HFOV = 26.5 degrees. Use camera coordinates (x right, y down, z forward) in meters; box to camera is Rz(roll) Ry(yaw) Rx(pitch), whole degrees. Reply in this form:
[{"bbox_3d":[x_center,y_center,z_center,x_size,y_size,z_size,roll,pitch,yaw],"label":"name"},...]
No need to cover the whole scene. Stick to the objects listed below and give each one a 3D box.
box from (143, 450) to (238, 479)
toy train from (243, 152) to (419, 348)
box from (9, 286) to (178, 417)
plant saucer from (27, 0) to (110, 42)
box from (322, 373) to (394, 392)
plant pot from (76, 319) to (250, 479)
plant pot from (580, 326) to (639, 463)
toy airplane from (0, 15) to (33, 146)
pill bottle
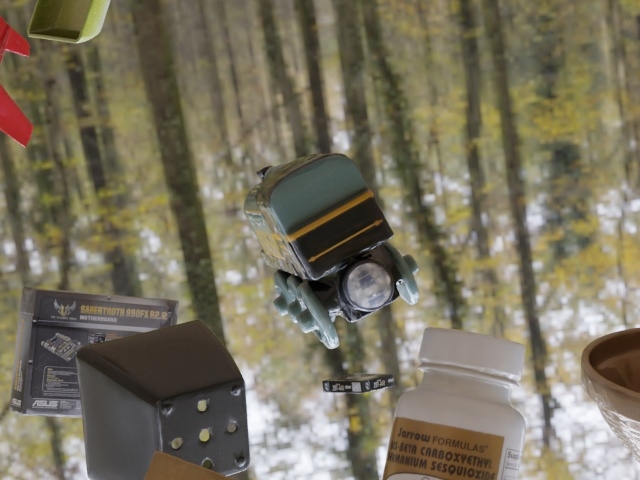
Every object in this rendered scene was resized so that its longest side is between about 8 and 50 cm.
[{"bbox_3d":[-0.138,0.344,1.440,0.164,0.201,0.021,17,168,16],"label":"box"},{"bbox_3d":[0.000,0.000,1.483,0.142,0.190,0.334,-28,-173,-8],"label":"toy train"},{"bbox_3d":[-0.330,0.168,1.991,0.231,0.183,0.056,6,177,-31],"label":"box"},{"bbox_3d":[-0.369,-0.392,2.093,0.045,0.188,0.188,18,179,-38],"label":"plant saucer"},{"bbox_3d":[0.055,0.207,1.962,0.067,0.018,0.083,-8,-179,-43],"label":"box"},{"bbox_3d":[-0.189,0.228,1.747,0.187,0.188,0.167,-12,-162,-31],"label":"plant pot"},{"bbox_3d":[0.386,0.176,1.398,0.237,0.109,0.237,1,-163,0],"label":"plant pot"},{"bbox_3d":[-0.310,-0.159,1.281,0.028,0.151,0.151,-18,-172,25],"label":"toy airplane"},{"bbox_3d":[0.132,0.207,1.330,0.131,0.229,0.131,11,172,2],"label":"pill bottle"}]
